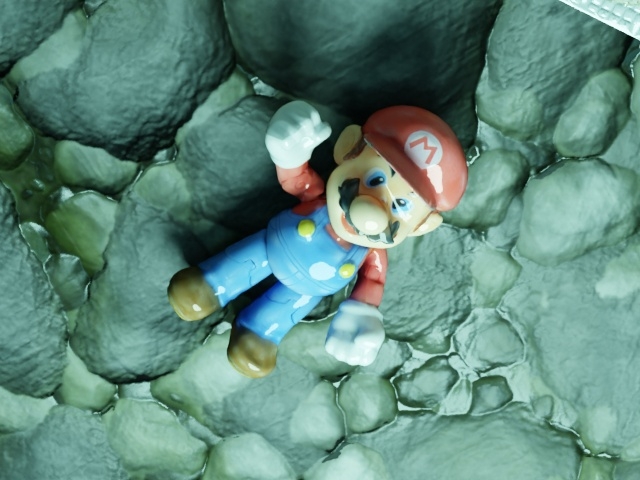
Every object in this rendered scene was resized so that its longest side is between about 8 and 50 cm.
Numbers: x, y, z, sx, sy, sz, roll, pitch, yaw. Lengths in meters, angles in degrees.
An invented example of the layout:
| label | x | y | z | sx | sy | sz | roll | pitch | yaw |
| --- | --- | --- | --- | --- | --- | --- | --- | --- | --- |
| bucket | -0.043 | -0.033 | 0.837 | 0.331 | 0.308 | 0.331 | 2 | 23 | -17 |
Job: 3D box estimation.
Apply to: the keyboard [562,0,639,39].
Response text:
| label | x | y | z | sx | sy | sz | roll | pitch | yaw |
| --- | --- | --- | --- | --- | --- | --- | --- | --- | --- |
| keyboard | 0.203 | -0.265 | 1.513 | 0.256 | 0.014 | 0.072 | 25 | 111 | -6 |

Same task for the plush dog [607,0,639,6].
| label | x | y | z | sx | sy | sz | roll | pitch | yaw |
| --- | --- | --- | --- | --- | --- | --- | --- | --- | --- |
| plush dog | 0.287 | -0.338 | 1.391 | 0.211 | 0.262 | 0.225 | -1 | 126 | -31 |

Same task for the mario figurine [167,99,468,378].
| label | x | y | z | sx | sy | sz | roll | pitch | yaw |
| --- | --- | --- | --- | --- | --- | --- | --- | --- | --- |
| mario figurine | 0.000 | 0.000 | 1.542 | 0.320 | 0.170 | 0.198 | -41 | 137 | 25 |
